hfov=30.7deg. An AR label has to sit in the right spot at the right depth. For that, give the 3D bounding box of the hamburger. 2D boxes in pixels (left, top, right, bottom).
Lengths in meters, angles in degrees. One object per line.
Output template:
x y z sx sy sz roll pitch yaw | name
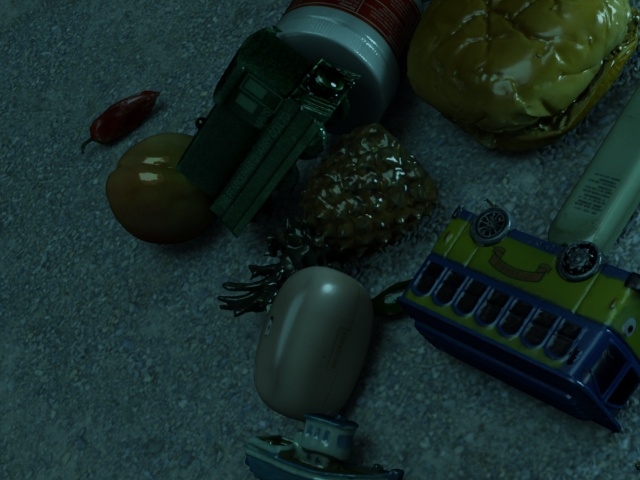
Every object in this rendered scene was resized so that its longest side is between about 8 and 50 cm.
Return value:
0.269 -0.270 1.588 0.318 0.158 0.319 -18 50 23 | hamburger

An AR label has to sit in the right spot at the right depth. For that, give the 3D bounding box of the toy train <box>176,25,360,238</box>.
-0.085 -0.155 1.666 0.330 0.178 0.138 -49 6 45 | toy train

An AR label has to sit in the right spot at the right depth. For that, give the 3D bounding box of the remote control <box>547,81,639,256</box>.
0.387 -0.107 1.467 0.090 0.038 0.310 22 74 45 | remote control

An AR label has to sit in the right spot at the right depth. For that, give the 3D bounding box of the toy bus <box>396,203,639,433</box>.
0.252 0.085 1.361 0.287 0.138 0.175 25 76 44 | toy bus

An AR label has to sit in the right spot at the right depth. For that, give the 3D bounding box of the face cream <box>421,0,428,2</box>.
0.245 -0.524 1.827 0.420 0.137 0.235 -36 44 -1 | face cream

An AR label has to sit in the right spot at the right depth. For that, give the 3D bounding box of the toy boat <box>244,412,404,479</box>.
0.006 0.263 1.429 0.215 0.088 0.102 13 92 32 | toy boat

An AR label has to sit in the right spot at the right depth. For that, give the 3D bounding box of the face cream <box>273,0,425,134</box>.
0.036 -0.288 1.719 0.201 0.201 0.187 -2 46 36 | face cream

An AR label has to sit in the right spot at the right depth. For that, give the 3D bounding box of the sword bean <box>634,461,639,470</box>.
0.377 0.226 1.258 0.083 0.012 0.012 -33 46 15 | sword bean

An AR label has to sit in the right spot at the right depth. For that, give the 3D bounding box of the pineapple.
0.000 0.000 1.596 0.340 0.169 0.169 -44 44 4 | pineapple

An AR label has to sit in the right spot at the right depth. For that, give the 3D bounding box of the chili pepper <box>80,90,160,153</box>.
-0.363 -0.218 2.088 0.191 0.059 0.050 -32 38 17 | chili pepper

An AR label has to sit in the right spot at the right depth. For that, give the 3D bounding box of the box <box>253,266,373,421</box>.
-0.008 0.134 1.508 0.088 0.146 0.200 5 74 57 | box

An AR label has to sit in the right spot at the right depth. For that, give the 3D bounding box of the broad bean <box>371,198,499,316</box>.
0.156 0.039 1.536 0.227 0.039 0.069 -40 51 5 | broad bean

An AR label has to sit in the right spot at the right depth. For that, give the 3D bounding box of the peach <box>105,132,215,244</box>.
-0.244 -0.081 1.826 0.184 0.184 0.184 -19 50 25 | peach
